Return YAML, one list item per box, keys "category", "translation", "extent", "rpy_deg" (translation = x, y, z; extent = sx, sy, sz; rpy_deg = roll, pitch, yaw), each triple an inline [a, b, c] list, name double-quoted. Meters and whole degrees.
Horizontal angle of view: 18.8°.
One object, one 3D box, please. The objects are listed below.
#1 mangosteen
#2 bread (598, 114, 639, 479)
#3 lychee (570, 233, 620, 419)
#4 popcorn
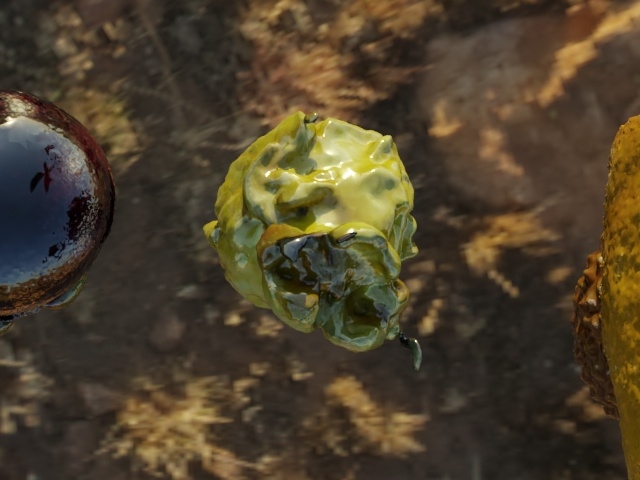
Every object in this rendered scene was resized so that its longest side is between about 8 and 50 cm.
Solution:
- category: "mangosteen"
  translation: [-0.194, -0.013, 1.169]
  extent: [0.152, 0.152, 0.152]
  rpy_deg: [4, 82, -27]
- category: "bread"
  translation: [0.325, 0.039, 1.158]
  extent: [0.148, 0.328, 0.337]
  rpy_deg: [39, 49, -64]
- category: "lychee"
  translation: [0.278, 0.063, 1.465]
  extent: [0.200, 0.200, 0.238]
  rpy_deg: [18, 34, -24]
- category: "popcorn"
  translation: [0.008, -0.006, 1.533]
  extent: [0.168, 0.195, 0.173]
  rpy_deg: [-31, 125, -13]
